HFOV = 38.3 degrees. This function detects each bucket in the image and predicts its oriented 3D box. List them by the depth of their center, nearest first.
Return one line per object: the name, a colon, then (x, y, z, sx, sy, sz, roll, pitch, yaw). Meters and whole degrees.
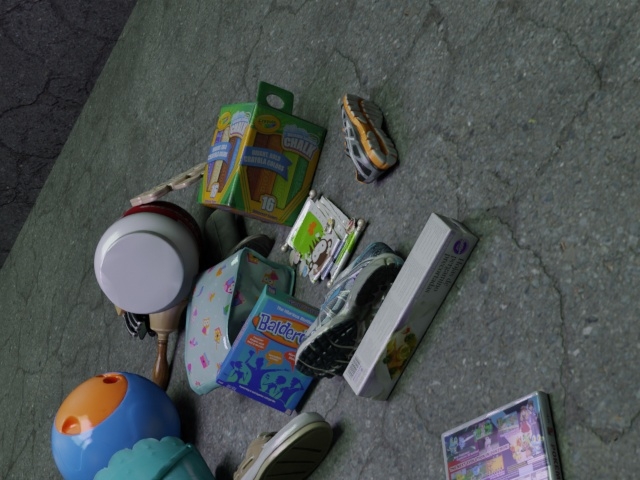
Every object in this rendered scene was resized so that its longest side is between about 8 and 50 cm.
bucket: (-0.313, 0.550, 1.825, 0.183, 0.281, 0.281, 29, 100, 56)

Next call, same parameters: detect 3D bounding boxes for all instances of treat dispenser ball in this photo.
treat dispenser ball: (-0.459, 0.441, 2.081, 0.288, 0.288, 0.288, -33, 48, 47)

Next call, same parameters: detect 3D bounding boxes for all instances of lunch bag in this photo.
lunch bag: (-0.177, 0.178, 1.889, 0.223, 0.160, 0.262, -29, 46, 49)

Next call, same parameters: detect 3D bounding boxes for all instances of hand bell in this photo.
hand bell: (-0.388, 0.258, 2.274, 0.126, 0.126, 0.242, 8, 95, 59)

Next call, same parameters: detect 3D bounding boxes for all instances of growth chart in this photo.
growth chart: (0.000, 0.000, 1.819, 0.237, 0.021, 0.172, 39, 108, 56)

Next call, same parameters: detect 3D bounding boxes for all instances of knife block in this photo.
knife block: (-0.501, 0.165, 2.476, 0.276, 0.088, 0.242, -26, 54, 50)

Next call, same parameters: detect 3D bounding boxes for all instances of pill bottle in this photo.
pill bottle: (-0.388, 0.039, 2.107, 0.407, 0.229, 0.229, -120, 51, -80)

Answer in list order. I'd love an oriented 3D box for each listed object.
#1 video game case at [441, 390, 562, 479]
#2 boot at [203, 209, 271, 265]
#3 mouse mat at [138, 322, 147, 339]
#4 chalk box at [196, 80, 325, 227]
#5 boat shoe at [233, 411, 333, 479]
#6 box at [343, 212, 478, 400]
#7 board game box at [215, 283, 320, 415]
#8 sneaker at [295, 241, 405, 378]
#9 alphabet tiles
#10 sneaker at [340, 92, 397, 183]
video game case: (0.246, 0.323, 1.258, 0.201, 0.023, 0.183, -39, 44, 45)
boot: (-0.193, -0.007, 2.095, 0.190, 0.076, 0.208, -40, 33, 22)
mouse mat: (-0.479, 0.164, 2.535, 0.152, 0.007, 0.189, -60, 32, 21)
chalk box: (-0.120, -0.191, 1.960, 0.179, 0.180, 0.288, 11, 86, 59)
boat shoe: (-0.086, 0.397, 1.671, 0.302, 0.113, 0.103, -54, 41, 30)
box: (0.142, 0.112, 1.493, 0.324, 0.063, 0.067, -63, 33, 16)
board game box: (-0.077, 0.205, 1.705, 0.210, 0.160, 0.047, -61, 11, 20)
sneaker: (0.053, 0.123, 1.616, 0.283, 0.110, 0.122, -51, 27, 19)
alphabet tiles: (-0.319, -0.157, 2.225, 0.278, 0.284, 0.021, -6, 112, 58)
sneaker: (0.075, -0.198, 1.746, 0.083, 0.084, 0.214, -54, 36, 37)
